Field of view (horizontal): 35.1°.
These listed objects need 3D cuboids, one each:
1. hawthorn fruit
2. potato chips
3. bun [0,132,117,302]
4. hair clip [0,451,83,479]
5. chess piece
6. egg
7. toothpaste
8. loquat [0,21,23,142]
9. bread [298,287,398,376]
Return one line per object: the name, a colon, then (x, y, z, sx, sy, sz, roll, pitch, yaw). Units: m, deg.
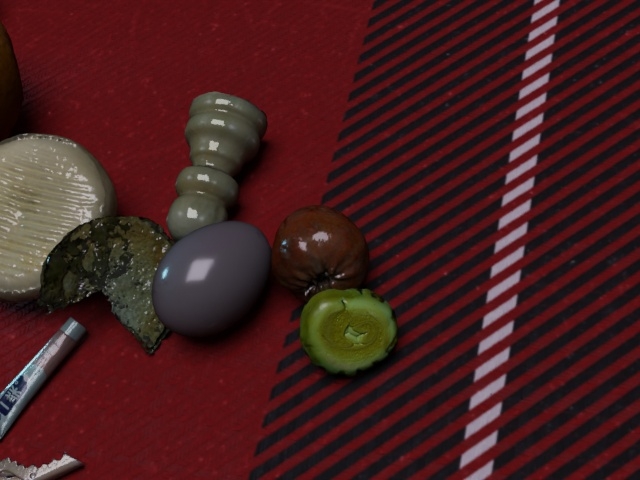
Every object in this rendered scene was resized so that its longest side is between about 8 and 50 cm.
hawthorn fruit: (-0.003, 0.001, 1.478, 0.149, 0.149, 0.189, -12, 62, 4)
potato chips: (-0.303, 0.058, 1.493, 0.219, 0.029, 0.202, 12, 78, -28)
bun: (-0.445, -0.028, 1.584, 0.287, 0.146, 0.288, -4, 72, 12)
hair clip: (-0.446, 0.332, 1.428, 0.225, 0.034, 0.072, 0, 62, 9)
chess piece: (-0.171, -0.098, 1.591, 0.133, 0.133, 0.243, 6, 66, 15)
egg: (-0.156, 0.054, 1.475, 0.198, 0.146, 0.146, -39, 60, -15)
toothpaste: (-0.427, 0.203, 1.504, 0.056, 0.036, 0.205, 31, 73, 27)
loquat: (-0.653, -0.263, 1.665, 0.328, 0.328, 0.329, -5, 58, 8)
bread: (0.038, 0.124, 1.418, 0.139, 0.130, 0.071, -20, 14, -8)
